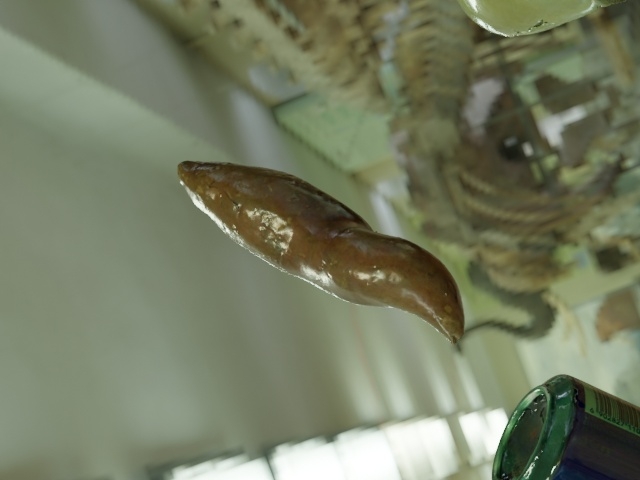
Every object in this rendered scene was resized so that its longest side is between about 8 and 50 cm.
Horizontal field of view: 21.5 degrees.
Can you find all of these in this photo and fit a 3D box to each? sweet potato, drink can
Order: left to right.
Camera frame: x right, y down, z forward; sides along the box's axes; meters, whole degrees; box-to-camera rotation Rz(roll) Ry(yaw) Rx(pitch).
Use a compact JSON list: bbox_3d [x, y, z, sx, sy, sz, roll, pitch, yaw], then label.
[{"bbox_3d":[0.000,-0.002,0.958,0.202,0.058,0.055,26,135,30],"label":"sweet potato"},{"bbox_3d":[0.234,0.185,1.235,0.205,0.118,0.118,25,-161,-9],"label":"drink can"}]

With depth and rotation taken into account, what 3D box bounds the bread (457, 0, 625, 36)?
[{"bbox_3d":[0.154,-0.237,1.244,0.158,0.156,0.260,55,-177,-12],"label":"bread"}]
